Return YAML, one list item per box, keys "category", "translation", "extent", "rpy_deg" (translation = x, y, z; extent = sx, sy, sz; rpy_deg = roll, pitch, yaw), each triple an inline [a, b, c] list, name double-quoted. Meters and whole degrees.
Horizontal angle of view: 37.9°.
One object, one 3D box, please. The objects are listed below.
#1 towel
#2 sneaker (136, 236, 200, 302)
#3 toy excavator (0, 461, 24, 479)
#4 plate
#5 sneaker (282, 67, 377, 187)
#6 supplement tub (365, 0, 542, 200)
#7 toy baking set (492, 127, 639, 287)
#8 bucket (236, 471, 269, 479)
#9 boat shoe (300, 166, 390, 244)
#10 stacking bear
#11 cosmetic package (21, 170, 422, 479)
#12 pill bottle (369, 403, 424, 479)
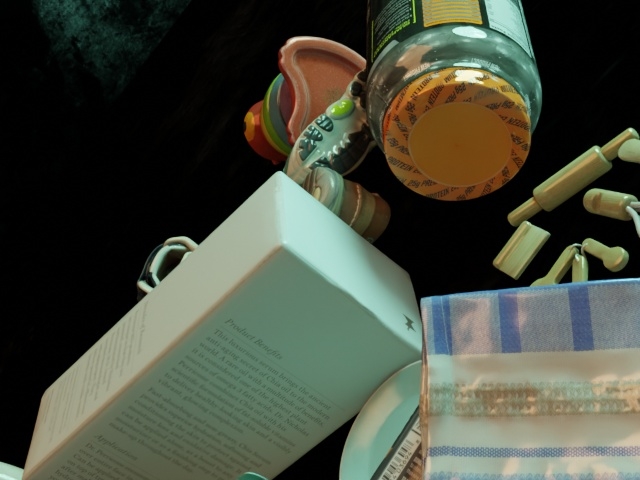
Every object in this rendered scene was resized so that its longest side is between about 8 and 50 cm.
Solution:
- category: "towel"
  translation: [0.170, 0.165, 0.684]
  extent: [0.209, 0.034, 0.285]
  rpy_deg: [-6, 66, 20]
- category: "sneaker"
  translation: [-0.243, 0.062, 1.545]
  extent: [0.321, 0.127, 0.126]
  rpy_deg: [-9, 51, 56]
- category: "toy excavator"
  translation: [-0.536, 0.506, 1.306]
  extent: [0.433, 0.222, 0.445]
  rpy_deg: [-38, 33, 58]
- category: "plate"
  translation: [0.093, 0.206, 0.943]
  extent: [0.188, 0.024, 0.188]
  rpy_deg: [-37, 31, 27]
- category: "sneaker"
  translation: [0.044, -0.158, 1.310]
  extent: [0.275, 0.107, 0.110]
  rpy_deg: [-38, -3, -32]
- category: "supplement tub"
  translation: [0.158, -0.216, 1.149]
  extent: [0.207, 0.207, 0.338]
  rpy_deg: [-36, 31, 30]
- category: "toy baking set"
  translation: [0.283, -0.023, 0.918]
  extent: [0.256, 0.030, 0.197]
  rpy_deg: [-41, 32, 23]
- category: "bucket"
  translation: [-0.044, 0.360, 0.796]
  extent: [0.281, 0.183, 0.281]
  rpy_deg: [-37, 31, 27]
- category: "boat shoe"
  translation: [0.000, 0.000, 1.248]
  extent: [0.324, 0.116, 0.123]
  rpy_deg: [148, 136, -71]
- category: "stacking bear"
  translation: [-0.034, -0.199, 1.498]
  extent: [0.289, 0.164, 0.175]
  rpy_deg: [165, 99, -66]
- category: "cosmetic package"
  translation: [-0.120, 0.161, 1.109]
  extent: [0.453, 0.230, 0.161]
  rpy_deg: [-41, 28, 21]
- category: "pill bottle"
  translation: [0.142, 0.169, 0.790]
  extent: [0.246, 0.130, 0.130]
  rpy_deg: [-55, 27, -7]
